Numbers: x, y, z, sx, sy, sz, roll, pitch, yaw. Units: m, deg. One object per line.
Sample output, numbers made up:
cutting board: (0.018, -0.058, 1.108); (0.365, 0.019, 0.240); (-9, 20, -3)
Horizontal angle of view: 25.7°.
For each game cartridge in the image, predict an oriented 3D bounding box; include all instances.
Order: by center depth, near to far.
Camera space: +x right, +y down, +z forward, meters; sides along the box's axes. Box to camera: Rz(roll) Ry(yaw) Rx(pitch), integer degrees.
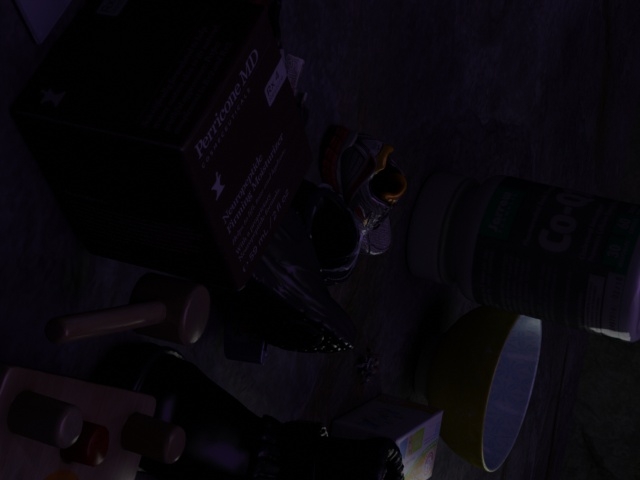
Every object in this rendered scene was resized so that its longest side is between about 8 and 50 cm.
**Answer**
game cartridge: (-0.082, 0.097, 1.598); (0.017, 0.056, 0.083); (22, 76, -60)

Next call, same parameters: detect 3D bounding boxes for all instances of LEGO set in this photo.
LEGO set: (0.076, 0.184, 2.068); (0.083, 0.023, 0.054); (-31, 131, -60)

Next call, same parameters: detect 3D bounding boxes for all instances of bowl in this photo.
bowl: (0.248, 0.224, 2.323); (0.289, 0.156, 0.289); (-45, 142, -52)

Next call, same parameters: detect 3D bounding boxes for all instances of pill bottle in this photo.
pill bottle: (0.327, 0.015, 2.118); (0.204, 0.361, 0.204); (14, 90, -68)

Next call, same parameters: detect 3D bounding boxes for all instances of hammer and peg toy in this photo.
hammer and peg toy: (-0.232, 0.187, 1.209); (0.266, 0.127, 0.361); (27, 78, -65)

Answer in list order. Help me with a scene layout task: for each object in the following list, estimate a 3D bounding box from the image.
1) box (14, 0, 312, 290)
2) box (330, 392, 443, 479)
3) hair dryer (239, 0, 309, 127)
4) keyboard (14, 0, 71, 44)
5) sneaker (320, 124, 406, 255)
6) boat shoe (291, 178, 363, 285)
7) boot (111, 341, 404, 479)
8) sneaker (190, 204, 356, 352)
box: (-0.129, -0.091, 1.232); (0.168, 0.167, 0.203); (-63, 154, -29)
box: (0.094, 0.309, 2.079); (0.203, 0.103, 0.114); (-15, 117, -65)
hair dryer: (-0.089, -0.220, 1.417); (0.293, 0.080, 0.223); (-3, 90, -72)
keyboard: (-0.242, -0.264, 1.075); (0.072, 0.014, 0.256); (-57, 151, -27)
sneaker: (0.065, -0.051, 1.813); (0.088, 0.093, 0.225); (-64, 155, -28)
boat shoe: (0.000, 0.000, 1.690); (0.302, 0.091, 0.114); (32, 74, -66)
boot: (-0.057, 0.224, 1.464); (0.131, 0.260, 0.348); (-70, 157, -16)
sneaker: (-0.041, 0.028, 1.526); (0.286, 0.109, 0.130); (46, 50, -43)
